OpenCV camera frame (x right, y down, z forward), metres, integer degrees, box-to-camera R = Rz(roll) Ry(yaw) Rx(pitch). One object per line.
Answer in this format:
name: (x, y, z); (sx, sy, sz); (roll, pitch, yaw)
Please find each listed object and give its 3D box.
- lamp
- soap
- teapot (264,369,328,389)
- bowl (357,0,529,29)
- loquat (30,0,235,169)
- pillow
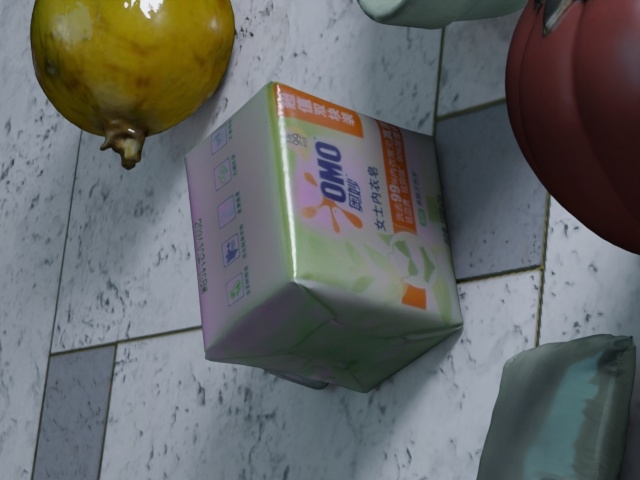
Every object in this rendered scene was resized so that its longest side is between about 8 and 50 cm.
lamp: (0.257, -0.119, 1.103); (0.303, 0.257, 0.303); (-34, 14, 10)
soap: (0.000, 0.000, 1.499); (0.138, 0.182, 0.199); (-36, 50, 42)
teapot: (-0.007, 0.094, 1.590); (0.083, 0.064, 0.064); (16, 82, 24)
bowl: (0.134, -0.308, 1.407); (0.307, 0.163, 0.307); (-172, 90, -76)
loquat: (-0.191, -0.189, 1.840); (0.213, 0.213, 0.246); (-27, 56, 48)
pillow: (0.161, 0.192, 1.280); (0.144, 0.078, 0.254); (-7, 71, 57)
